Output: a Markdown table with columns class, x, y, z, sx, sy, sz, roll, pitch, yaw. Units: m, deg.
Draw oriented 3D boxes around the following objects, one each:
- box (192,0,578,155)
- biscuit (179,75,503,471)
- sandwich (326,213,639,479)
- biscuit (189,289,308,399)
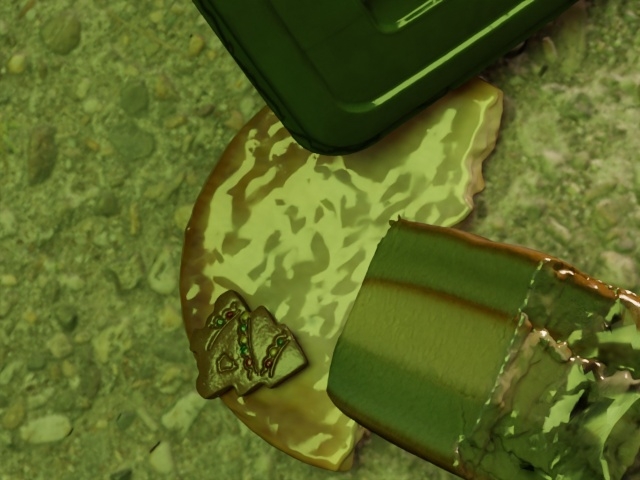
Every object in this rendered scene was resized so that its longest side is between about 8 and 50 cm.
| class | x | y | z | sx | sy | sz | roll | pitch | yaw |
| --- | --- | --- | --- | --- | --- | --- | --- | --- | --- |
| box | 0.057 | -0.250 | 1.375 | 0.328 | 0.253 | 0.178 | -33 | 37 | 3 |
| biscuit | 0.000 | 0.000 | 1.457 | 0.204 | 0.040 | 0.309 | 21 | 85 | 22 |
| sandwich | 0.113 | 0.079 | 1.291 | 0.227 | 0.198 | 0.155 | 24 | 86 | 10 |
| biscuit | -0.053 | 0.081 | 1.426 | 0.092 | 0.016 | 0.082 | 13 | 82 | 23 |
